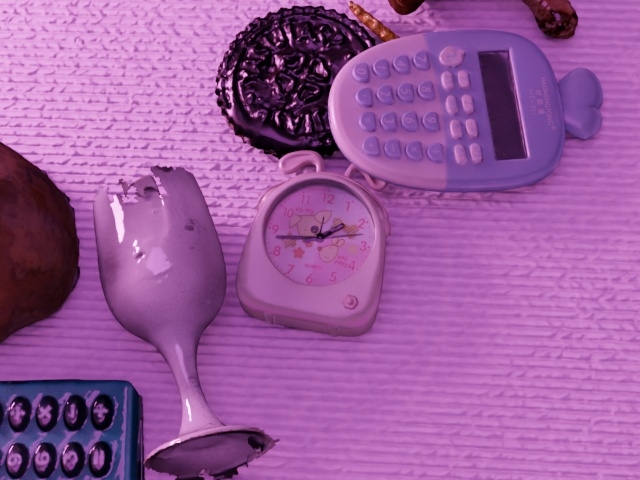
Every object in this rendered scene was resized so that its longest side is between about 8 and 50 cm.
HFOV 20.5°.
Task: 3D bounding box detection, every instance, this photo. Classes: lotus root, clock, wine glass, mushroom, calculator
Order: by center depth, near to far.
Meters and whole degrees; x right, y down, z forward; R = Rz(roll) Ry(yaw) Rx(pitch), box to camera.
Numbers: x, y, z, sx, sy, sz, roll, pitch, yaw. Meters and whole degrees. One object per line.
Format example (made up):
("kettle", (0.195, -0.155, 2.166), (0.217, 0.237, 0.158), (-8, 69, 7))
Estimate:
("calculator", (-0.312, 0.262, 1.802), (0.274, 0.058, 0.248), (-2, 69, 4))
("wine glass", (-0.146, 0.084, 1.812), (0.143, 0.143, 0.321), (-16, 65, 0))
("lotus root", (-0.399, -0.013, 1.862), (0.272, 0.192, 0.272), (-2, 75, 8))
("clock", (0.000, 0.000, 1.866), (0.152, 0.062, 0.191), (11, 72, 7))
("calculator", (0.158, -0.139, 1.897), (0.303, 0.042, 0.188), (-2, 67, -11))
("mushroom", (0.201, -0.310, 1.954), (0.218, 0.148, 0.227), (30, 83, -3))

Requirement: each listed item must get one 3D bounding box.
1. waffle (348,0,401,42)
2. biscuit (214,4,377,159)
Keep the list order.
("waffle", (0.063, -0.236, 1.955), (0.016, 0.078, 0.085), (-50, 58, 4))
("biscuit", (-0.023, -0.174, 1.946), (0.195, 0.053, 0.194), (-2, 68, 4))
